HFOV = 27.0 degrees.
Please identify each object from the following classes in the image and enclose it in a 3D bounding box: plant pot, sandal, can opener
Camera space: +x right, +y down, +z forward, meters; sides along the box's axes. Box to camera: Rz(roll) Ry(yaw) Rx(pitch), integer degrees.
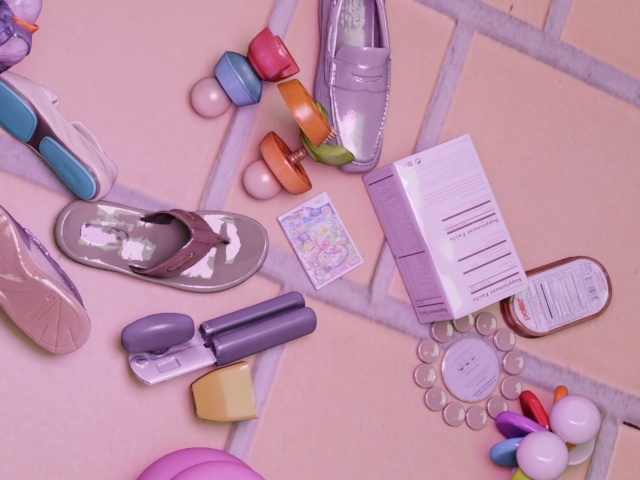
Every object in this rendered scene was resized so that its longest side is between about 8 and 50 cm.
[{"bbox_3d":[-0.138,0.216,1.868,0.083,0.081,0.081,-10,87,-8],"label":"plant pot"},{"bbox_3d":[-0.217,0.006,1.860,0.303,0.086,0.120,6,81,-18],"label":"sandal"},{"bbox_3d":[-0.138,0.131,1.867,0.280,0.093,0.074,-14,45,-23],"label":"can opener"}]

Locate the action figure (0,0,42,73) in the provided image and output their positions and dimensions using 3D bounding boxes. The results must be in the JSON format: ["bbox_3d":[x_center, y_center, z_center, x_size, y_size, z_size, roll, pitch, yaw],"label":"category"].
[{"bbox_3d":[-0.507,-0.254,1.754,0.330,0.341,0.178,-41,140,-4],"label":"action figure"}]

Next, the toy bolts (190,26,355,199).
[{"bbox_3d":[-0.086,-0.175,1.881,0.158,0.218,0.228,-33,79,7],"label":"toy bolts"}]

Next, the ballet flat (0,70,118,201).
[{"bbox_3d":[-0.373,-0.157,1.836,0.086,0.086,0.248,-44,93,-19],"label":"ballet flat"}]

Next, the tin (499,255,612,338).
[{"bbox_3d":[0.370,0.086,2.081,0.190,0.040,0.106,-18,85,-20],"label":"tin"}]

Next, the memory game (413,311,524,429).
[{"bbox_3d":[0.228,0.195,2.030,0.186,0.012,0.186,3,82,-19],"label":"memory game"}]

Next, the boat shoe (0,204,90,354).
[{"bbox_3d":[-0.416,0.032,1.786,0.103,0.092,0.285,-43,100,1],"label":"boat shoe"}]

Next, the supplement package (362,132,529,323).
[{"bbox_3d":[0.183,-0.015,1.974,0.134,0.139,0.244,-22,92,-19],"label":"supplement package"}]

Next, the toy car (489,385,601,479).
[{"bbox_3d":[0.328,0.293,1.992,0.136,0.159,0.182,38,70,21],"label":"toy car"}]

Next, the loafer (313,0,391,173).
[{"bbox_3d":[0.051,-0.260,1.973,0.112,0.111,0.319,-3,84,-19],"label":"loafer"}]

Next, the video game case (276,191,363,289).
[{"bbox_3d":[0.000,0.000,1.976,0.087,0.011,0.122,-30,93,-20],"label":"video game case"}]

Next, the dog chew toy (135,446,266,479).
[{"bbox_3d":[-0.138,0.371,1.710,0.207,0.332,0.206,2,83,-18],"label":"dog chew toy"}]
